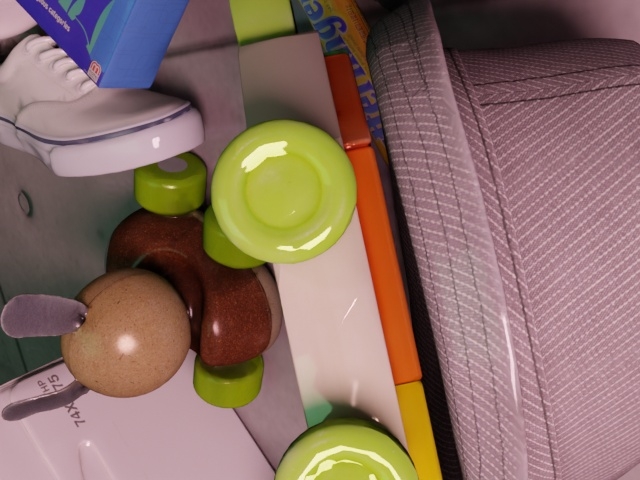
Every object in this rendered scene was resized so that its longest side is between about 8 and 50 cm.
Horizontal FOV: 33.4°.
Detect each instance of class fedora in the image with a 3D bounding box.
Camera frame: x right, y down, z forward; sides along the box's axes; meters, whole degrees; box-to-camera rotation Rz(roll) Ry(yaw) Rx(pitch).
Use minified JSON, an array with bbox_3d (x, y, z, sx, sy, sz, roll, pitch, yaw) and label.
[{"bbox_3d":[0.100,0.020,0.455,0.243,0.124,0.275,-97,-5,-51],"label":"fedora"}]

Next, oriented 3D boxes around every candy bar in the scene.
[{"bbox_3d":[0.025,-0.093,0.601,0.040,0.018,0.161,-32,84,51],"label":"candy bar"}]

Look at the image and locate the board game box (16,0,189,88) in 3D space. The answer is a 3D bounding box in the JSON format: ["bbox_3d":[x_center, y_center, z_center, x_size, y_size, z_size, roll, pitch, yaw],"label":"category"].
[{"bbox_3d":[-0.124,-0.222,0.639,0.160,0.047,0.210,44,121,25],"label":"board game box"}]

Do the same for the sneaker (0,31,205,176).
[{"bbox_3d":[-0.180,-0.107,0.767,0.258,0.094,0.091,14,124,45],"label":"sneaker"}]

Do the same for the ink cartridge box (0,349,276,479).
[{"bbox_3d":[-0.189,0.232,0.871,0.198,0.197,0.270,55,140,14],"label":"ink cartridge box"}]

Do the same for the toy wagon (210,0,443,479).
[{"bbox_3d":[0.000,0.000,0.526,0.267,0.068,0.344,15,-116,-88],"label":"toy wagon"}]

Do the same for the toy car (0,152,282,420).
[{"bbox_3d":[-0.134,0.050,0.721,0.149,0.188,0.155,34,131,34],"label":"toy car"}]

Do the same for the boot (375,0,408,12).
[{"bbox_3d":[0.069,-0.194,0.421,0.207,0.246,0.094,-44,88,15],"label":"boot"}]

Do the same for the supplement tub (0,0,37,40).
[{"bbox_3d":[-0.291,-0.224,0.793,0.200,0.144,0.144,14,119,45],"label":"supplement tub"}]
